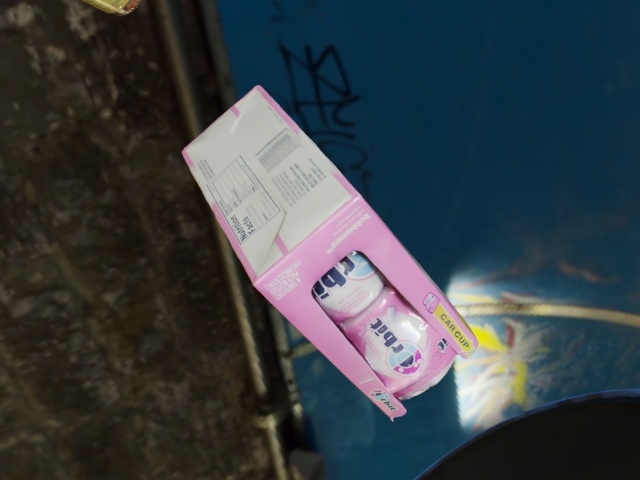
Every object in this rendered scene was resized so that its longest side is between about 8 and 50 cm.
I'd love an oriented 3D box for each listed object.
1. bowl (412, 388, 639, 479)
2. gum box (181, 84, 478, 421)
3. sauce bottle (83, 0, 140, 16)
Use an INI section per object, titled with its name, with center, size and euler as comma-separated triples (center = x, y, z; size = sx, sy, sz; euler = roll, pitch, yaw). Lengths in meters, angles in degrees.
[bowl]
center = 0.170, 0.252, 0.672
size = 0.077, 0.391, 0.391
euler = 57, -12, -19
[gum box]
center = 0.000, 0.000, 0.502
size = 0.107, 0.062, 0.188
euler = 48, 3, -30
[sauce bottle]
center = -0.173, -0.188, 0.625
size = 0.128, 0.042, 0.042
euler = 21, 27, -49
